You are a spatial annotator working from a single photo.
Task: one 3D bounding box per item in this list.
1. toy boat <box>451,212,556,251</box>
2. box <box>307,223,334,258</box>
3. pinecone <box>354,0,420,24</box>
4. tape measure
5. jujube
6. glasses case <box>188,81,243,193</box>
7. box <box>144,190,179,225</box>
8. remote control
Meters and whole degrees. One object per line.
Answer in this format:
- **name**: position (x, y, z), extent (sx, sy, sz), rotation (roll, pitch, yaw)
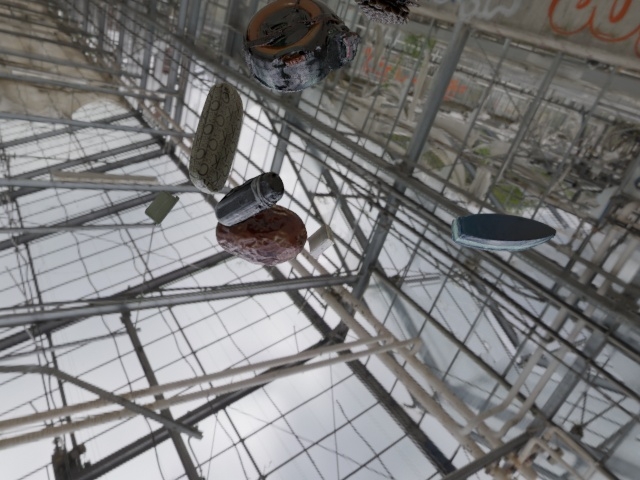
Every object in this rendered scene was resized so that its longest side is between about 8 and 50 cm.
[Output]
- **toy boat**: position (0.513, -0.024, 1.249), extent (0.299, 0.061, 0.096), rotation (3, -111, -7)
- **box**: position (0.000, 0.000, 2.271), extent (0.051, 0.129, 0.130), rotation (36, -154, -29)
- **pinecone**: position (0.248, -0.882, 1.533), extent (0.246, 0.292, 0.246), rotation (15, -147, -10)
- **tape measure**: position (-0.056, -0.422, 0.969), extent (0.223, 0.135, 0.202), rotation (-31, -118, -6)
- **jujube**: position (-0.180, -0.019, 1.388), extent (0.290, 0.197, 0.197), rotation (3, -163, 25)
- **glasses case**: position (-0.315, -0.315, 1.392), extent (0.085, 0.354, 0.137), rotation (2, 162, 24)
- **box**: position (-0.747, -0.157, 2.132), extent (0.093, 0.172, 0.124), rotation (38, 170, -16)
- **remote control**: position (-0.187, -0.100, 1.147), extent (0.066, 0.266, 0.090), rotation (-33, -82, -42)
